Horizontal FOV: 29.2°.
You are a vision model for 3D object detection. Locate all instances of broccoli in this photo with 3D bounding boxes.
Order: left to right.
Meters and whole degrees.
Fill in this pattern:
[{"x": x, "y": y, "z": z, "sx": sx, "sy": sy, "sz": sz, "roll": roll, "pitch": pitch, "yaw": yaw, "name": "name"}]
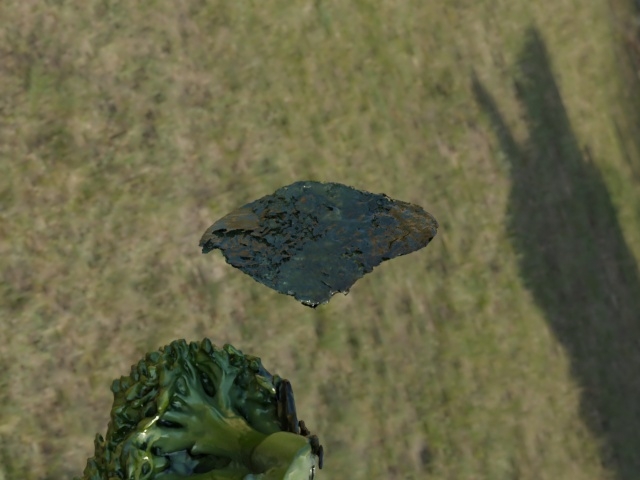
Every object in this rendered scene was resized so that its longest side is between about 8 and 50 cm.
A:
[{"x": -0.113, "y": 0.199, "z": 1.023, "sx": 0.273, "sy": 0.181, "sz": 0.242, "roll": 132, "pitch": -35, "yaw": -72, "name": "broccoli"}]

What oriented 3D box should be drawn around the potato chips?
[{"x": 0.000, "y": 0.000, "z": 1.068, "sx": 0.026, "sy": 0.209, "sz": 0.142, "roll": 103, "pitch": -9, "yaw": -50, "name": "potato chips"}]
